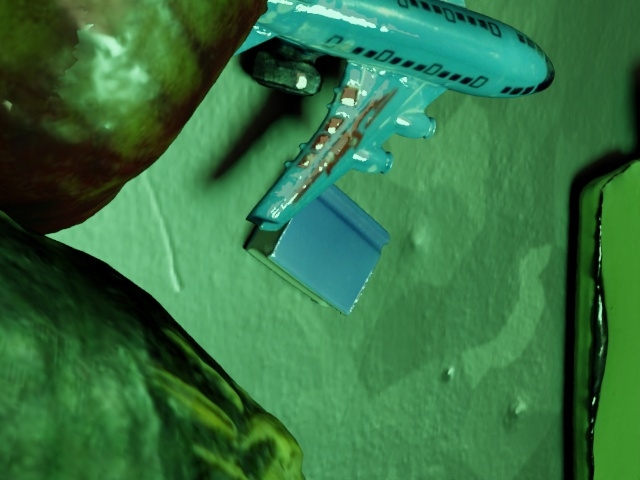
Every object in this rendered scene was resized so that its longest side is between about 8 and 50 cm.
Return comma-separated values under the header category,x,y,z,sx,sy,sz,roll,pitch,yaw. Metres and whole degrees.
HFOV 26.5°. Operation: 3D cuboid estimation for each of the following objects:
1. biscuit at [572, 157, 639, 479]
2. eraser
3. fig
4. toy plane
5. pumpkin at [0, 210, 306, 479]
category,x,y,z,sx,sy,sz,roll,pitch,yaw
biscuit,0.234,0.092,1.084,0.099,0.038,0.323,-20,115,-41
eraser,0.000,0.000,0.849,0.084,0.027,0.063,39,75,-41
fig,-0.180,-0.153,0.564,0.321,0.217,0.217,41,72,-11
toy plane,0.032,-0.124,0.788,0.271,0.105,0.254,10,96,-45
pumpkin,-0.202,0.184,0.481,0.454,0.344,0.455,-17,128,-23
